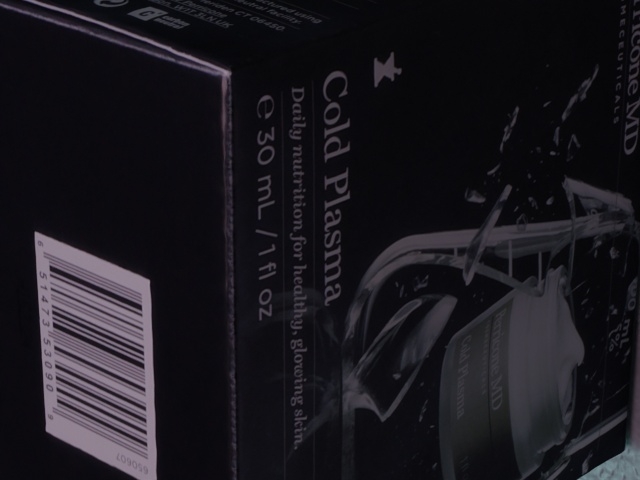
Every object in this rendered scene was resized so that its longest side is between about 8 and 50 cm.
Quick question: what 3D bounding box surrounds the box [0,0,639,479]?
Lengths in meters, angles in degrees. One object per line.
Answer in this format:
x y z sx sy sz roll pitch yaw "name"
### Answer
0.000 0.000 1.518 0.297 0.472 0.480 21 122 37 "box"
